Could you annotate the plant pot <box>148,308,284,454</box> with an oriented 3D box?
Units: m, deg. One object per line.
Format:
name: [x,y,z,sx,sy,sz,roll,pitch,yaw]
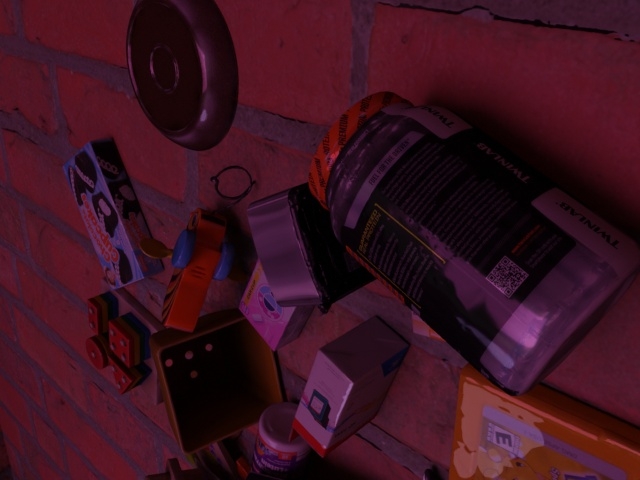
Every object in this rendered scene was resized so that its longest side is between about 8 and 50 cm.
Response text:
plant pot: [-0.222,0.248,1.261,0.187,0.212,0.212,12,116,58]

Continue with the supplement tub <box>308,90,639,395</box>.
supplement tub: [0.156,-0.011,0.728,0.338,0.207,0.207,43,134,25]

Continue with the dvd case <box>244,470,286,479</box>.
dvd case: [-0.007,0.501,1.171,0.239,0.029,0.179,6,133,26]

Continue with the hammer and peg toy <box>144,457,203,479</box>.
hammer and peg toy: [-0.314,0.683,1.385,0.266,0.127,0.361,45,127,53]

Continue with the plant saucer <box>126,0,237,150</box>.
plant saucer: [-0.263,-0.309,1.161,0.311,0.050,0.310,20,120,40]

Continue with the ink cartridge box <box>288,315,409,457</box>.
ink cartridge box: [0.039,0.244,1.021,0.078,0.134,0.231,40,133,27]

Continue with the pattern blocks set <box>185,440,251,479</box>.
pattern blocks set: [-0.231,0.503,1.472,0.285,0.026,0.324,6,122,45]

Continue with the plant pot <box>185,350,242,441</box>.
plant pot: [-0.261,0.352,1.465,0.236,0.032,0.236,21,121,40]

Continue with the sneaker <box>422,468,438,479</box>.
sneaker: [0.188,0.393,1.013,0.035,0.031,0.083,-22,95,36]

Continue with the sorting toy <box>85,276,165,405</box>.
sorting toy: [-0.504,0.265,1.640,0.257,0.089,0.255,33,129,32]

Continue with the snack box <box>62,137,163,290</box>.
snack box: [-0.482,-0.054,1.495,0.187,0.060,0.321,-19,93,49]

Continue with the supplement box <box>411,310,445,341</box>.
supplement box: [0.158,0.084,0.896,0.062,0.036,0.098,10,114,45]

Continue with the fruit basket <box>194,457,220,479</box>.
fruit basket: [-0.179,0.686,1.393,0.327,0.165,0.353,13,122,53]

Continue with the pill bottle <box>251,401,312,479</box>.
pill bottle: [-0.075,0.411,1.236,0.108,0.108,0.193,35,130,32]

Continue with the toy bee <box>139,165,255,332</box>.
toy bee: [-0.208,0.012,1.188,0.195,0.298,0.162,43,177,-23]

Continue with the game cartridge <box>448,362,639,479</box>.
game cartridge: [0.315,0.336,0.833,0.324,0.053,0.285,22,122,40]

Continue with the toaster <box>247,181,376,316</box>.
toaster: [0.000,0.000,0.916,0.110,0.186,0.168,-13,98,44]

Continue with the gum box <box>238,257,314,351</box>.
gum box: [-0.068,0.094,1.121,0.107,0.062,0.188,46,135,22]
